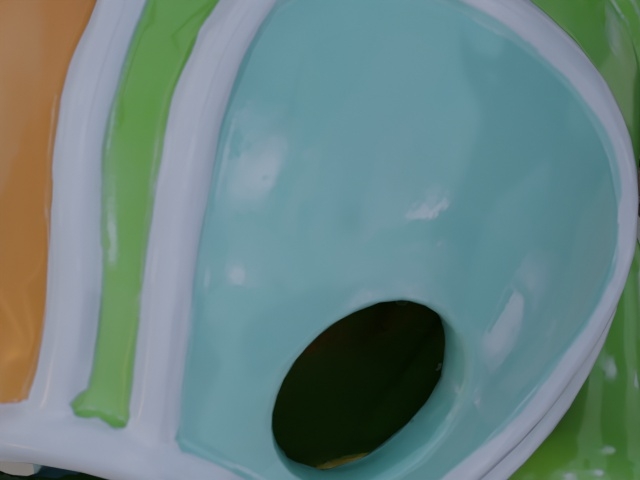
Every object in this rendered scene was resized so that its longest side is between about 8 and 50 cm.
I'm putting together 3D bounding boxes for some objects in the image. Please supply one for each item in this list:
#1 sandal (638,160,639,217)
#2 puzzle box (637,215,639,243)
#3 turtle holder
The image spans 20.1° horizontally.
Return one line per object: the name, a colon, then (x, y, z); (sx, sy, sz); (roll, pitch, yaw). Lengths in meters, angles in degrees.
sandal: (0.223, -0.035, 1.030); (0.120, 0.303, 0.086); (0, 123, -54)
puzzle box: (0.298, -0.049, 1.170); (0.409, 0.052, 0.272); (-29, 77, -14)
turtle holder: (-0.019, -0.004, 0.558); (0.243, 0.320, 0.227); (3, 64, 18)
